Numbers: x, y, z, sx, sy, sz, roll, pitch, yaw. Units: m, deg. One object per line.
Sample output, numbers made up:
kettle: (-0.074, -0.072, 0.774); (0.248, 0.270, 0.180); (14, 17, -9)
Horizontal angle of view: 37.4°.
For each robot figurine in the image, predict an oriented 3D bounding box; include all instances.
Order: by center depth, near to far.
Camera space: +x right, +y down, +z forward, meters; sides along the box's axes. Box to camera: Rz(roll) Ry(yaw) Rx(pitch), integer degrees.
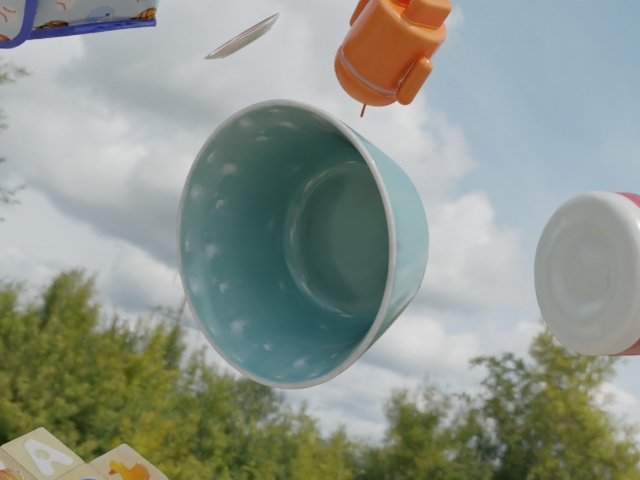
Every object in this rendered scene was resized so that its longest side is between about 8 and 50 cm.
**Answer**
robot figurine: (0.102, -0.292, 1.418); (0.158, 0.128, 0.219); (37, -53, -1)

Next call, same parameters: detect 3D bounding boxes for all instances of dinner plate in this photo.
dinner plate: (-0.121, -0.315, 1.482); (0.141, 0.141, 0.017); (-5, -60, 54)

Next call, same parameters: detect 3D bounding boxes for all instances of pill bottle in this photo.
pill bottle: (0.415, 0.039, 1.059); (0.318, 0.177, 0.176); (2, -8, -25)

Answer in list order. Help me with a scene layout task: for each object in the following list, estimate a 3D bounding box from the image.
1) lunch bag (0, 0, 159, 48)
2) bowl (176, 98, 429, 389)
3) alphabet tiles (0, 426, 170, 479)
lunch bag: (-0.393, -0.446, 1.272); (0.385, 0.239, 0.328); (-14, -37, -36)
bowl: (0.000, 0.000, 1.078); (0.311, 0.312, 0.163); (5, 6, 38)
alphabet tiles: (-0.161, 0.278, 0.754); (0.342, 0.011, 0.285); (34, 21, 17)
